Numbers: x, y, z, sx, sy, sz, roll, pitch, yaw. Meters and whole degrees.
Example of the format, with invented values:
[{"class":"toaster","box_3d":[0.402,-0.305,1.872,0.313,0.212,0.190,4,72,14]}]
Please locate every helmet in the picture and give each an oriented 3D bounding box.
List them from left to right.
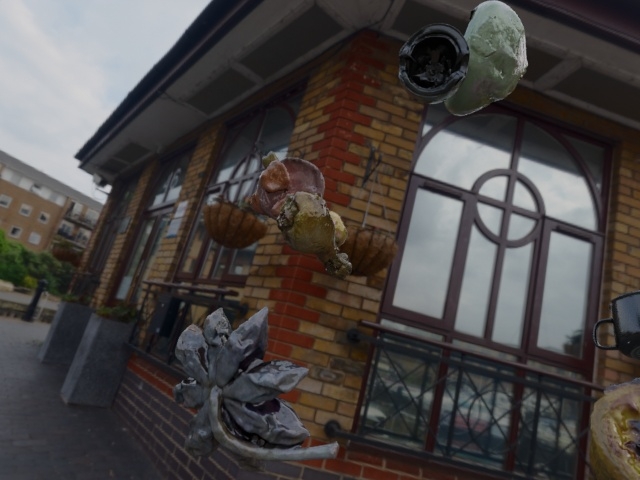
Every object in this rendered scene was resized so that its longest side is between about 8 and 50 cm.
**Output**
[{"class":"helmet","box_3d":[0.262,-0.391,0.963,0.153,0.176,0.107,7,-15,19]}]

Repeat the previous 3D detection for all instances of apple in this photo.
[{"class":"apple","box_3d":[0.023,-0.034,1.474,0.147,0.146,0.146,14,-15,4]}]

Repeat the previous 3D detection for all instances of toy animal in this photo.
[{"class":"toy animal","box_3d":[-0.083,-0.120,1.023,0.169,0.195,0.281,-23,6,-15]}]

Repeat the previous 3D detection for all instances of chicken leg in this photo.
[{"class":"chicken leg","box_3d":[0.000,0.002,0.832,0.251,0.107,0.087,52,3,-44]}]

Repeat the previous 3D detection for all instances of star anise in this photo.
[{"class":"star anise","box_3d":[-0.099,0.191,0.507,0.263,0.230,0.081,32,11,27]}]

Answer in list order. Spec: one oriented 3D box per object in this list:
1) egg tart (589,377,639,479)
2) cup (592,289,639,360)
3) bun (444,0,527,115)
[{"class":"egg tart","box_3d":[0.539,0.348,0.671,0.215,0.215,0.170,10,-40,19]},{"class":"cup","box_3d":[0.915,0.250,1.211,0.223,0.176,0.169,-20,-45,35]},{"class":"bun","box_3d":[0.456,-0.471,1.113,0.187,0.293,0.293,18,-14,14]}]
